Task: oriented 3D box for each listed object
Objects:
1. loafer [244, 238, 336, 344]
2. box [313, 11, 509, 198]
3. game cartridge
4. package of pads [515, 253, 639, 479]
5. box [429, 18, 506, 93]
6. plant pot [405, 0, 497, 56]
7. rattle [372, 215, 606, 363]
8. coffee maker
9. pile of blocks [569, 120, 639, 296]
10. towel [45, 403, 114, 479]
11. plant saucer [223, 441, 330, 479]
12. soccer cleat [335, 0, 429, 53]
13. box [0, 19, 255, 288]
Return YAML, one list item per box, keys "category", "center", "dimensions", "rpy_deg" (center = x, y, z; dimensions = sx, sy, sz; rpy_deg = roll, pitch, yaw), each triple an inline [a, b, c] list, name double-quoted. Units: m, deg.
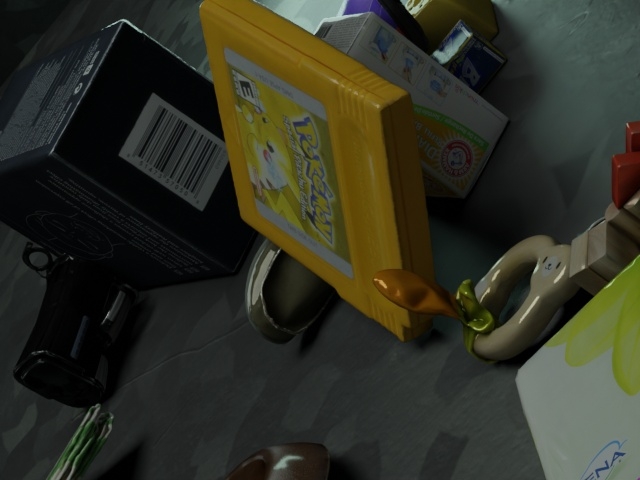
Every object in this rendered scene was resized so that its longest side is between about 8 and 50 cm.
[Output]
- category: "loafer"
  center: [0.000, 0.000, 1.925]
  dimensions: [0.251, 0.094, 0.087]
  rpy_deg: [-63, 20, -15]
- category: "box"
  center: [0.078, -0.140, 1.816]
  dimensions: [0.103, 0.203, 0.114]
  rpy_deg: [-60, 25, -11]
- category: "game cartridge"
  center: [-0.003, -0.076, 1.736]
  dimensions: [0.052, 0.285, 0.323]
  rpy_deg: [-26, 37, -22]
- category: "package of pads"
  center: [0.265, 0.132, 1.240]
  dimensions: [0.229, 0.101, 0.296]
  rpy_deg: [-46, 25, 20]
- category: "box"
  center: [0.130, -0.162, 1.934]
  dimensions: [0.169, 0.054, 0.059]
  rpy_deg: [-51, 24, 13]
- category: "plant pot"
  center: [0.145, -0.256, 1.990]
  dimensions: [0.081, 0.083, 0.081]
  rpy_deg: [-44, 25, 26]
- category: "rattle"
  center: [0.170, 0.011, 1.540]
  dimensions: [0.199, 0.143, 0.130]
  rpy_deg: [-40, 9, 45]
- category: "coffee maker"
  center: [-0.355, 0.121, 2.357]
  dimensions: [0.120, 0.171, 0.178]
  rpy_deg: [109, 177, -49]
- category: "pile of blocks"
  center: [0.315, -0.080, 1.401]
  dimensions: [0.362, 0.112, 0.149]
  rpy_deg: [-61, 24, -10]
- category: "towel"
  center: [-0.356, 0.371, 2.066]
  dimensions: [0.248, 0.038, 0.325]
  rpy_deg: [-54, 7, 36]
- category: "plant saucer"
  center: [-0.102, 0.317, 1.683]
  dimensions: [0.310, 0.050, 0.310]
  rpy_deg: [-53, 10, 13]
- category: "soccer cleat"
  center: [0.048, -0.215, 1.948]
  dimensions: [0.116, 0.108, 0.318]
  rpy_deg: [-35, -7, -3]
- category: "box"
  center: [-0.274, -0.099, 2.330]
  dimensions: [0.395, 0.293, 0.212]
  rpy_deg: [-10, 50, 58]
